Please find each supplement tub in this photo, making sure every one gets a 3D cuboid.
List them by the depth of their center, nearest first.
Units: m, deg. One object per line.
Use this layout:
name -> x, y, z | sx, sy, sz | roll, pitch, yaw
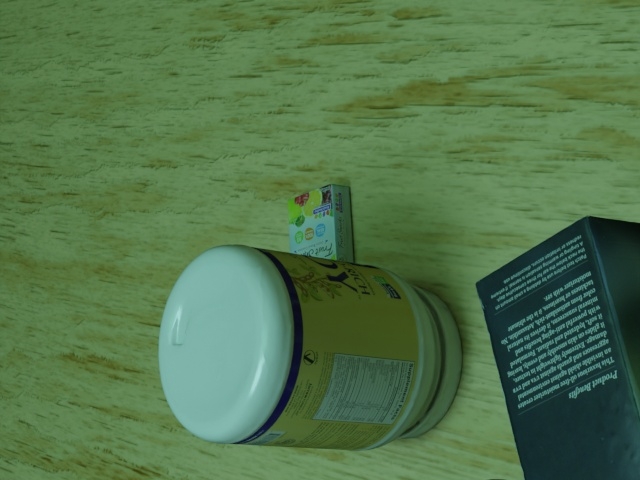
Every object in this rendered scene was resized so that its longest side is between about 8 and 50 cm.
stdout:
supplement tub -> -0.009, 0.140, 1.917 | 0.241, 0.331, 0.241 | -12, 74, 48

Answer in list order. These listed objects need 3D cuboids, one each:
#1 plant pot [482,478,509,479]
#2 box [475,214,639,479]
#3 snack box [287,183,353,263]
plant pot -> 0.229, 0.400, 1.662 | 0.243, 0.275, 0.275 | 39, 113, 57
box -> 0.345, 0.152, 1.515 | 0.182, 0.296, 0.294 | -36, 58, 47
snack box -> 0.000, 0.000, 2.163 | 0.100, 0.037, 0.141 | -19, 68, 47
